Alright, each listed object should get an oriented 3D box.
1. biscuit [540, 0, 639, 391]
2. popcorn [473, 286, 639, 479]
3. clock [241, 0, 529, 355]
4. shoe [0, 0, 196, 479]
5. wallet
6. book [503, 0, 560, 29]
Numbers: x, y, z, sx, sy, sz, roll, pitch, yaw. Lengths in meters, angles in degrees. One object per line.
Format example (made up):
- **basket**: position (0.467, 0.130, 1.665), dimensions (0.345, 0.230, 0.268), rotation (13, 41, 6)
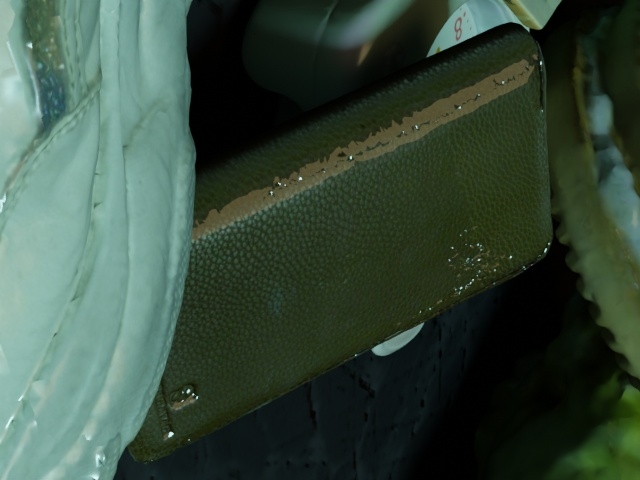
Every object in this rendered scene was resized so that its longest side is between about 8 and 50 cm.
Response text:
- **biscuit**: position (0.192, -0.011, 0.901), dimensions (0.259, 0.079, 0.259), rotation (38, 38, -38)
- **popcorn**: position (0.192, 0.162, 0.993), dimensions (0.174, 0.225, 0.286), rotation (-44, -160, 45)
- **clock**: position (0.035, -0.050, 0.788), dimensions (0.151, 0.062, 0.191), rotation (-52, 145, -40)
- **shoe**: position (-0.112, -0.077, 0.433), dimensions (0.210, 0.132, 0.342), rotation (46, 58, -55)
- **wallet**: position (0.000, 0.000, 0.687), dimensions (0.198, 0.031, 0.110), rotation (-26, 131, -22)
- **book**: position (0.066, -0.215, 0.689), dimensions (0.242, 0.018, 0.170), rotation (42, 80, -40)
